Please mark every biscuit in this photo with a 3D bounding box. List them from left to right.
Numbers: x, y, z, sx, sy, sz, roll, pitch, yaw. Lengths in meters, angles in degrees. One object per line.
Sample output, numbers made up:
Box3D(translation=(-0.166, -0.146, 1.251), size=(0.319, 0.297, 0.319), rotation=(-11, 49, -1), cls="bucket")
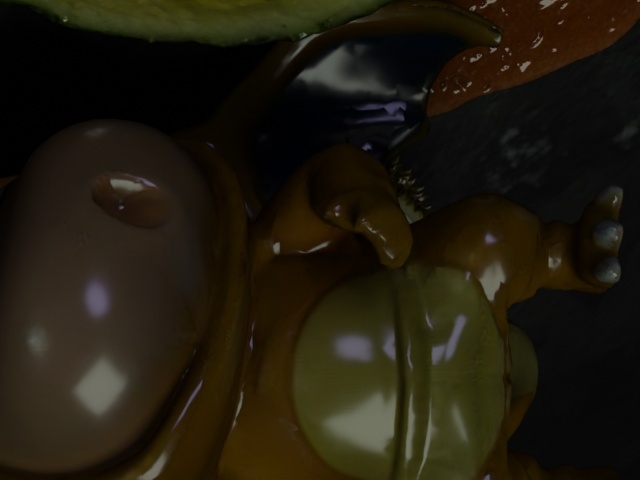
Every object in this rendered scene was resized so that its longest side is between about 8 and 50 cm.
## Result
Box3D(translation=(0.107, -0.170, 0.826), size=(0.192, 0.036, 0.186), rotation=(-22, 135, -5), cls="biscuit")

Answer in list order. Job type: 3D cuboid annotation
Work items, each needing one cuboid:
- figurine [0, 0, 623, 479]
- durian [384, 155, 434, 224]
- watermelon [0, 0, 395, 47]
Box3D(translation=(-0.047, 0.092, 0.740), size=(0.387, 0.268, 0.400), rotation=(0, 107, -1), cls="figurine")
Box3D(translation=(0.000, 0.000, 0.905), size=(0.146, 0.102, 0.208), rotation=(-33, 114, 4), cls="durian")
Box3D(translation=(-0.049, -0.236, 0.562), size=(0.331, 0.189, 0.330), rotation=(7, 154, 4), cls="watermelon")
